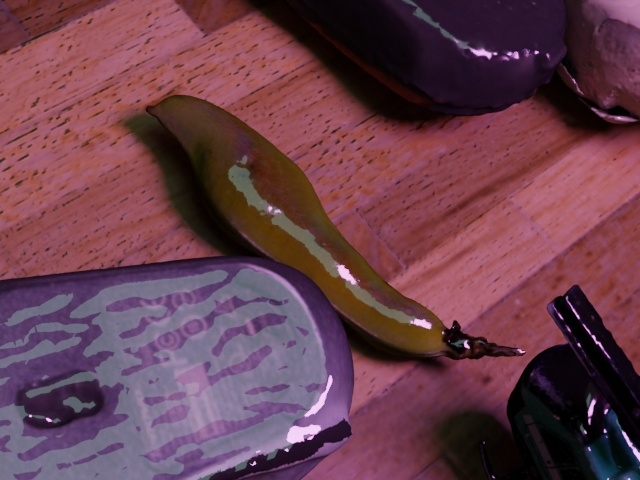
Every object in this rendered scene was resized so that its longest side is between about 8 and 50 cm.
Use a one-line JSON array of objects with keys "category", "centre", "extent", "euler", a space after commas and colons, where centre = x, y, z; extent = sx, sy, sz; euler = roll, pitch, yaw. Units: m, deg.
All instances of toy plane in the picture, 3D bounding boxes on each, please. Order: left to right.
[{"category": "toy plane", "centre": [0.224, 0.208, 0.862], "extent": [0.106, 0.155, 0.382], "euler": [-24, 89, -31]}]

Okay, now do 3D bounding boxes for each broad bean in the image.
[{"category": "broad bean", "centre": [-0.003, 0.004, 0.950], "extent": [0.325, 0.067, 0.075], "euler": [41, 85, 3]}]

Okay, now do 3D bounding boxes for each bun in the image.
[{"category": "bun", "centre": [0.310, -0.181, 1.117], "extent": [0.239, 0.141, 0.239], "euler": [-5, 41, 4]}]

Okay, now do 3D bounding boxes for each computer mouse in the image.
[{"category": "computer mouse", "centre": [-0.159, 0.117, 0.790], "extent": [0.374, 0.114, 0.203], "euler": [-11, 68, -18]}, {"category": "computer mouse", "centre": [0.060, -0.228, 1.071], "extent": [0.323, 0.116, 0.183], "euler": [44, 63, 6]}]
